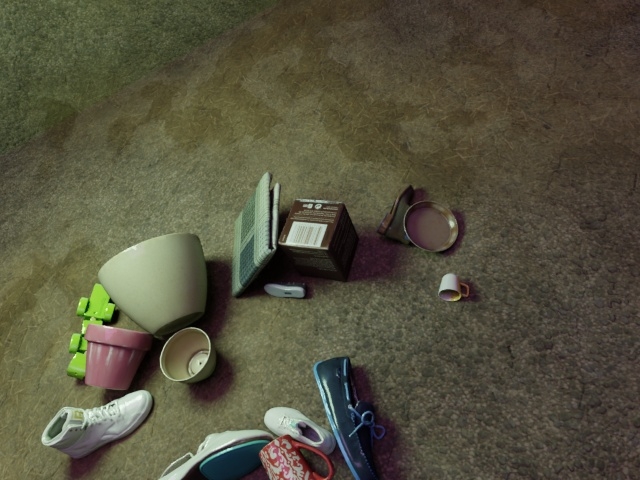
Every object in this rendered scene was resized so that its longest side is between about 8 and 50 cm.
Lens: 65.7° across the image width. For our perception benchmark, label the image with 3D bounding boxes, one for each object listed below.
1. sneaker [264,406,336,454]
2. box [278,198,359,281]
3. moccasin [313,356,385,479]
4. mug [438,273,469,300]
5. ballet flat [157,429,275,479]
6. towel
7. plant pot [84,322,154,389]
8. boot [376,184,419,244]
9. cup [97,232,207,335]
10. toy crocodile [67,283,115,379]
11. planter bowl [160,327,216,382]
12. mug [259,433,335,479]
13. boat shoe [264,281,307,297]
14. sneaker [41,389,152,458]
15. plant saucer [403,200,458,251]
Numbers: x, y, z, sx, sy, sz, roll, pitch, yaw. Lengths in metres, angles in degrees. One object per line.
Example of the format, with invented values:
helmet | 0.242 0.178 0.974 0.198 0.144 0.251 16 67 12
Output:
sneaker | -0.063 0.485 1.295 0.212 0.094 0.080 13 65 27
box | 0.000 0.000 1.524 0.169 0.203 0.166 6 61 23
moccasin | 0.081 0.436 1.250 0.117 0.137 0.341 -24 54 -1
mug | 0.372 0.132 1.399 0.062 0.078 0.064 -29 34 42
ballet flat | -0.310 0.594 1.307 0.400 0.139 0.139 -35 53 -3
towel | -0.211 -0.017 1.608 0.056 0.312 0.324 14 51 -24
plant pot | -0.642 0.363 1.543 0.202 0.201 0.180 4 75 23
boot | 0.271 -0.079 1.575 0.106 0.082 0.219 31 62 8
cup | -0.491 0.159 1.567 0.331 0.331 0.236 -29 77 0
toy crocodile | -0.776 0.300 1.685 0.115 0.105 0.340 12 52 -21
planter bowl | -0.379 0.357 1.488 0.162 0.109 0.161 -10 56 15
mug | -0.056 0.568 1.219 0.150 0.113 0.169 -25 58 -24
boat shoe | -0.108 0.152 1.567 0.142 0.049 0.040 5 41 21
sneaker | -0.653 0.523 1.445 0.293 0.169 0.108 -34 51 -5
plant saucer | 0.332 -0.040 1.503 0.169 0.029 0.168 2 68 -5
